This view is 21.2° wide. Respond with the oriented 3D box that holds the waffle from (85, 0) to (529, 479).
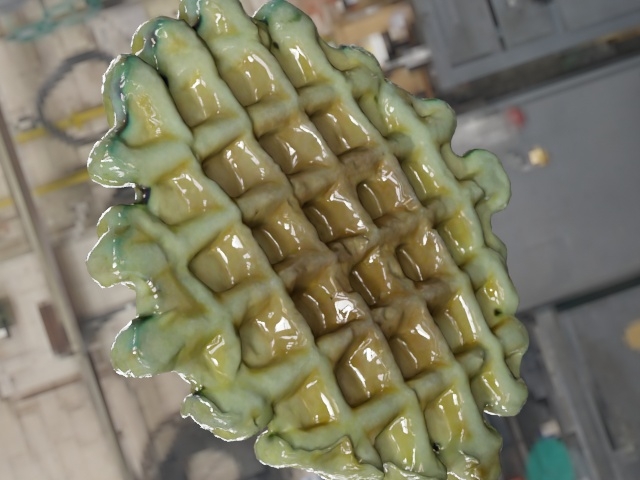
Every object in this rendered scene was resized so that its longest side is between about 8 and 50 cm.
[{"bbox_3d":[0.000,0.000,0.974,0.056,0.309,0.292,-35,43,43],"label":"waffle"}]
